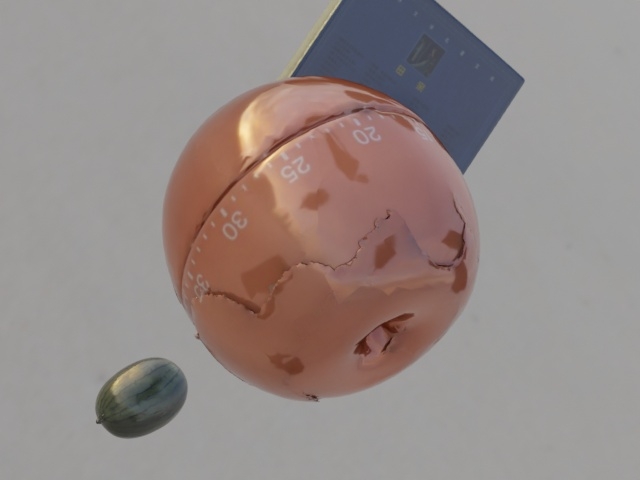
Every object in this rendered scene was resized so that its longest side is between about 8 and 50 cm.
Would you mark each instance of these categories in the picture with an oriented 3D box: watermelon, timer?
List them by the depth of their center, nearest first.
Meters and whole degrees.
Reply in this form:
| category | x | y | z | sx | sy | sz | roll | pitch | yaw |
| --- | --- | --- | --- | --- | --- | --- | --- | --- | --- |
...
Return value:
| category | x | y | z | sx | sy | sz | roll | pitch | yaw |
| --- | --- | --- | --- | --- | --- | --- | --- | --- | --- |
| timer | 0.000 | 0.000 | 1.388 | 0.230 | 0.229 | 0.215 | 23 | 29 | -51 |
| watermelon | -0.196 | 0.172 | 2.046 | 0.078 | 0.111 | 0.078 | 52 | -18 | 25 |

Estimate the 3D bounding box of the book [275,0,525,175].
| category | x | y | z | sx | sy | sz | roll | pitch | yaw |
| --- | --- | --- | --- | --- | --- | --- | --- | --- | --- |
| book | 0.034 | -0.079 | 1.568 | 0.191 | 0.269 | 0.025 | 37 | -7 | -29 |
